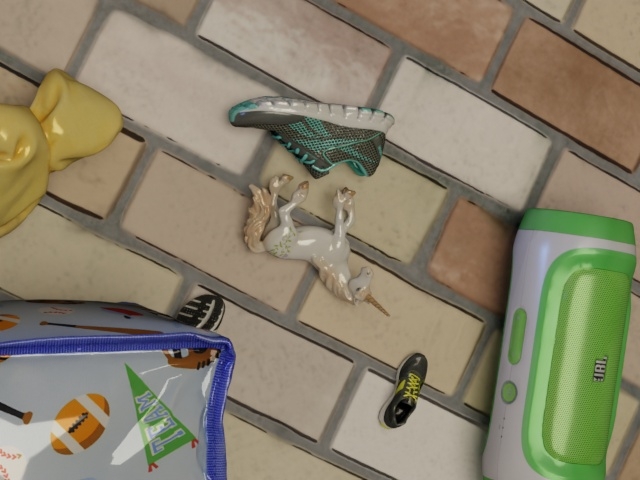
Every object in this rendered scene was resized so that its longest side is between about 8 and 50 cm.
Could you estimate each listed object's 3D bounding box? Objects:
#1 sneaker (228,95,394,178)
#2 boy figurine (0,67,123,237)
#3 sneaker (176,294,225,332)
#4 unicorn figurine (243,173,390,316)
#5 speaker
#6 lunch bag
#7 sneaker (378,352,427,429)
[{"bbox_3d":[-0.009,-0.098,1.590,0.167,0.065,0.076,6,95,-17],"label":"sneaker"},{"bbox_3d":[-0.305,-0.066,1.450,0.285,0.177,0.092,-36,61,-22],"label":"boy figurine"},{"bbox_3d":[-0.124,0.101,1.573,0.040,0.043,0.109,21,68,23],"label":"sneaker"},{"bbox_3d":[0.000,0.000,1.602,0.162,0.060,0.111,13,95,-4],"label":"unicorn figurine"},{"bbox_3d":[0.240,0.121,1.646,0.131,0.131,0.296,9,89,-19],"label":"speaker"},{"bbox_3d":[-0.299,0.168,1.362,0.386,0.328,0.238,2,90,-20],"label":"lunch bag"},{"bbox_3d":[0.089,0.153,1.643,0.031,0.035,0.083,25,84,-18],"label":"sneaker"}]
